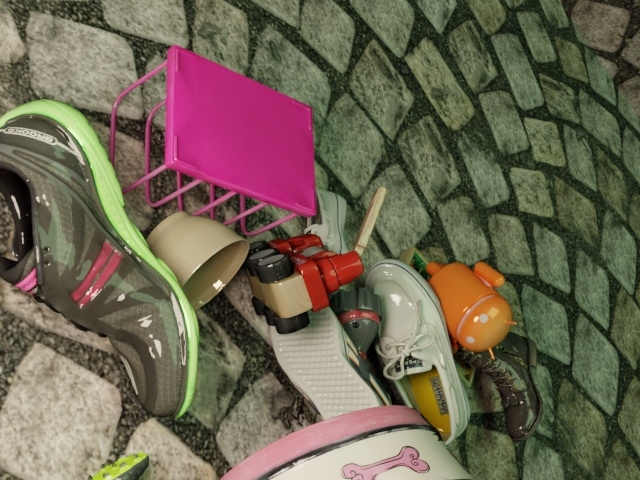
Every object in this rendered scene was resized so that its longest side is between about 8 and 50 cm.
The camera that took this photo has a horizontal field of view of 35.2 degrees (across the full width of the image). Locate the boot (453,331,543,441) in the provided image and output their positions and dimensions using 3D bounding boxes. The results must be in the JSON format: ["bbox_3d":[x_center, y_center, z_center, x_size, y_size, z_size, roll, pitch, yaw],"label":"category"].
[{"bbox_3d":[0.342,0.259,2.052,0.229,0.091,0.263,29,48,-31],"label":"boot"}]

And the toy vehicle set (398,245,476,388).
[{"bbox_3d":[0.236,0.160,2.064,0.267,0.035,0.166,48,42,-21],"label":"toy vehicle set"}]

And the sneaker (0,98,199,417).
[{"bbox_3d":[-0.334,0.047,1.402,0.202,0.185,0.482,-32,93,-33],"label":"sneaker"}]

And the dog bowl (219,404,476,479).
[{"bbox_3d":[0.018,0.380,1.446,0.408,0.408,0.150,6,51,-47],"label":"dog bowl"}]

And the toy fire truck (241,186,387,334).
[{"bbox_3d":[0.001,0.021,1.649,0.246,0.217,0.158,-21,103,-13],"label":"toy fire truck"}]

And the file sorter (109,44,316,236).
[{"bbox_3d":[-0.175,-0.142,1.636,0.291,0.182,0.202,19,59,-41],"label":"file sorter"}]

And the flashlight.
[{"bbox_3d":[0.066,0.237,1.771,0.103,0.103,0.304,84,2,-60],"label":"flashlight"}]

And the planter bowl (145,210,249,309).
[{"bbox_3d":[-0.205,0.023,1.557,0.109,0.162,0.162,44,37,14],"label":"planter bowl"}]

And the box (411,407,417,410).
[{"bbox_3d":[0.159,0.430,1.804,0.184,0.045,0.190,-52,125,-45],"label":"box"}]

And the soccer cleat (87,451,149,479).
[{"bbox_3d":[-0.292,0.354,1.358,0.179,0.060,0.072,-39,111,-44],"label":"soccer cleat"}]

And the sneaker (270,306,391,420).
[{"bbox_3d":[0.019,0.226,1.677,0.127,0.126,0.321,52,5,-47],"label":"sneaker"}]

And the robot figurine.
[{"bbox_3d":[0.283,0.127,1.956,0.158,0.219,0.128,-35,143,-15],"label":"robot figurine"}]

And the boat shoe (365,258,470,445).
[{"bbox_3d":[0.167,0.216,1.871,0.367,0.136,0.156,71,20,-4],"label":"boat shoe"}]

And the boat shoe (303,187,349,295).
[{"bbox_3d":[0.000,0.000,1.858,0.076,0.083,0.226,24,42,-25],"label":"boat shoe"}]
